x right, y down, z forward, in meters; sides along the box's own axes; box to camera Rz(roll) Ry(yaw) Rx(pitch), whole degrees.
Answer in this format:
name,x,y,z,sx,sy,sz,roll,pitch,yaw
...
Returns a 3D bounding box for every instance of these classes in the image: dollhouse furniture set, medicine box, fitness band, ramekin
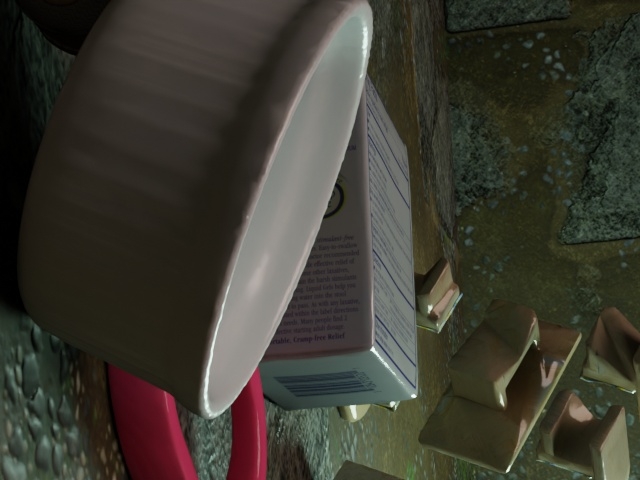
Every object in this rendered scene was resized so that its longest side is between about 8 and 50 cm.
name,x,y,z,sx,sy,sz,roll,pitch,yaw
dollhouse furniture set,0.183,0.262,1.858,0.394,0.362,0.256,-55,147,-33
medicine box,0.000,0.000,1.520,0.263,0.149,0.289,52,34,-70
fitness band,-0.102,0.130,1.213,0.209,0.054,0.291,-78,159,-49
ramekin,-0.077,-0.040,0.968,0.277,0.135,0.277,20,90,-82

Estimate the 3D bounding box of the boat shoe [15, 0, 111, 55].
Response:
name,x,y,z,sx,sy,sz,roll,pitch,yaw
boat shoe,-0.140,-0.262,1.050,0.116,0.123,0.324,70,27,-63
